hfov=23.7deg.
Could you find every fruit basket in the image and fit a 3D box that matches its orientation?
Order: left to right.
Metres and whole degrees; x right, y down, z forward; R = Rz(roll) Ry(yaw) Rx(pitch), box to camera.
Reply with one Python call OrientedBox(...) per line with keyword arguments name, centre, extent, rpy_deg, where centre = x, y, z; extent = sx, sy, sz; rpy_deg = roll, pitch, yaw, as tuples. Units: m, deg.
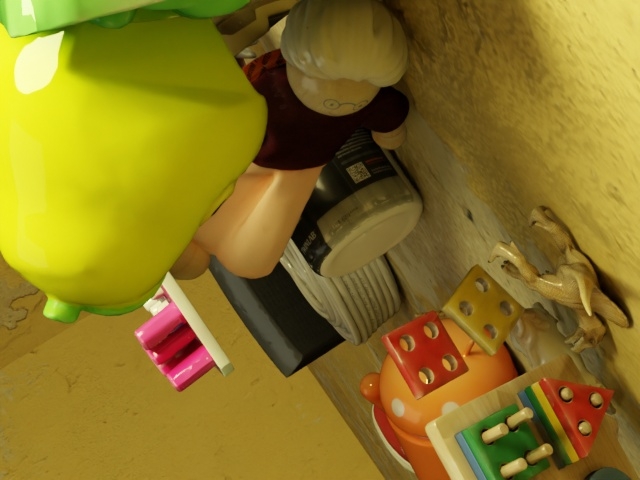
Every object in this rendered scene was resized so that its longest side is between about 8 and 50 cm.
OrientedBox(name="fruit basket", centre=(-0.090, -0.145, 0.912), extent=(0.392, 0.283, 0.392), rpy_deg=(162, 90, -80))

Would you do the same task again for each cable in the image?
OrientedBox(name="cable", centre=(0.000, 0.000, 1.781), extent=(0.257, 0.089, 0.257), rpy_deg=(57, 173, -1))

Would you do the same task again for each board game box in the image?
OrientedBox(name="board game box", centre=(-0.243, -0.076, 1.263), extent=(0.390, 0.050, 0.390), rpy_deg=(57, 169, -21))

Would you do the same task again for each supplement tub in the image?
OrientedBox(name="supplement tub", centre=(-0.004, -0.072, 1.354), extent=(0.190, 0.117, 0.117), rpy_deg=(57, 173, 18))

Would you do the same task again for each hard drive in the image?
OrientedBox(name="hard drive", centre=(-0.046, 0.026, 1.927), extent=(0.254, 0.172, 0.054), rpy_deg=(57, 152, 4))

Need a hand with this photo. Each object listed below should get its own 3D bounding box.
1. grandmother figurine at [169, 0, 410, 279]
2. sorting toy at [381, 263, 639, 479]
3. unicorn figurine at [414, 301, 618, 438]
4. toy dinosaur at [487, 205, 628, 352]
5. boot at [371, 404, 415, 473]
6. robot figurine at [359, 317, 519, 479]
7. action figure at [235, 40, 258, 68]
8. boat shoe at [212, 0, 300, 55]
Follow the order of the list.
OrientedBox(name="grandmother figurine", centre=(-0.022, -0.077, 1.152), extent=(0.104, 0.208, 0.342), rpy_deg=(64, 152, 16))
OrientedBox(name="sorting toy", centre=(0.150, 0.139, 0.971), extent=(0.046, 0.132, 0.274), rpy_deg=(-41, 74, 51))
OrientedBox(name="unicorn figurine", centre=(0.157, 0.082, 1.077), extent=(0.162, 0.060, 0.111), rpy_deg=(37, -178, 16))
OrientedBox(name="toy dinosaur", centre=(0.158, 0.023, 0.962), extent=(0.092, 0.053, 0.183), rpy_deg=(41, 176, 17))
OrientedBox(name="boot", centre=(0.140, 0.235, 1.846), extent=(0.244, 0.088, 0.176), rpy_deg=(43, 165, 36))
OrientedBox(name="robot figurine", centre=(0.126, 0.158, 1.388), extent=(0.158, 0.128, 0.219), rpy_deg=(51, 170, 48))
OrientedBox(name="action figure", centre=(-0.247, -0.135, 1.517), extent=(0.276, 0.370, 0.248), rpy_deg=(-32, -86, -52))
OrientedBox(name="boat shoe", centre=(-0.089, -0.197, 1.213), extent=(0.103, 0.113, 0.302), rpy_deg=(53, -166, -8))
